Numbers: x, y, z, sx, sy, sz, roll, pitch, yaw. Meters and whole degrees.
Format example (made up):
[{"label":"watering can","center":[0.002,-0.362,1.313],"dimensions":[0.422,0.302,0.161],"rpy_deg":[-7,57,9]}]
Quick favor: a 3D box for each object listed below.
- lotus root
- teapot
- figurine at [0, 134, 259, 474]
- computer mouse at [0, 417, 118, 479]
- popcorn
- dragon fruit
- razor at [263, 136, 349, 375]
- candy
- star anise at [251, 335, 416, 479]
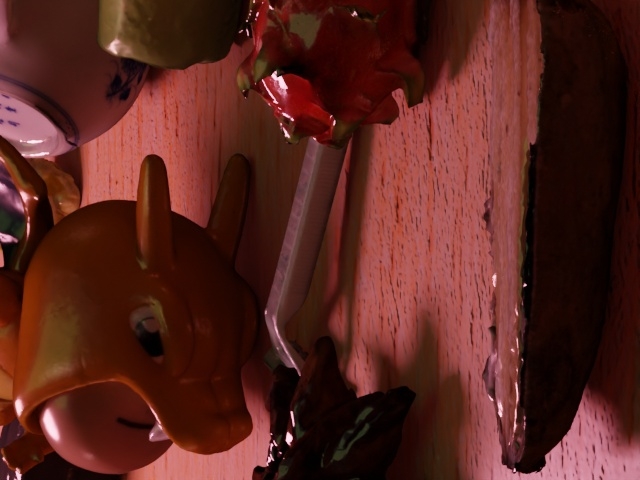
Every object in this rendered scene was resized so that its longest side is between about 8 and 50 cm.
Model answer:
[{"label":"lotus root","center":[0.153,-0.008,1.173],"dimensions":[0.167,0.078,0.329],"rpy_deg":[-105,15,-81]},{"label":"teapot","center":[-0.294,-0.241,1.916],"dimensions":[0.424,0.252,0.280],"rpy_deg":[89,-164,-65]},{"label":"figurine","center":[-0.253,0.056,1.729],"dimensions":[0.387,0.268,0.401],"rpy_deg":[-9,120,33]},{"label":"computer mouse","center":[-0.297,0.246,2.052],"dimensions":[0.086,0.137,0.270],"rpy_deg":[30,118,54]},{"label":"popcorn","center":[-0.370,-0.051,2.197],"dimensions":[0.162,0.141,0.135],"rpy_deg":[24,117,19]},{"label":"dragon fruit","center":[0.026,-0.172,1.372],"dimensions":[0.236,0.135,0.137],"rpy_deg":[-47,41,33]},{"label":"razor","center":[-0.010,-0.001,1.527],"dimensions":[0.111,0.056,0.278],"rpy_deg":[-138,51,-59]},{"label":"candy","center":[-0.134,-0.328,1.678],"dimensions":[0.132,0.142,0.343],"rpy_deg":[-122,38,-67]},{"label":"star anise","center":[0.002,0.208,1.438],"dimensions":[0.272,0.102,0.272],"rpy_deg":[14,108,53]}]
